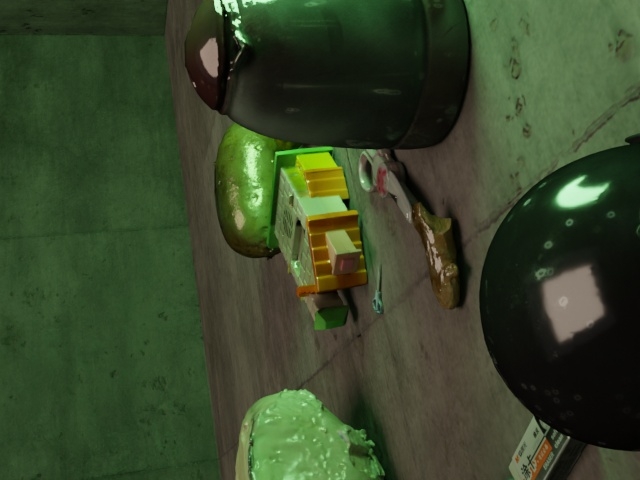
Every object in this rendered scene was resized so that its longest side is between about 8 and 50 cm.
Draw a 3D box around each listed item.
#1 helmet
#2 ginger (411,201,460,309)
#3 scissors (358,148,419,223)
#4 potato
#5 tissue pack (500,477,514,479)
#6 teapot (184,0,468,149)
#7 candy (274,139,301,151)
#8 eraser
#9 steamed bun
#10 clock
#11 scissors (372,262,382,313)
[{"bbox_3d":[0.210,0.039,0.550,0.278,0.161,0.230,109,153,-55],"label":"helmet"},{"bbox_3d":[0.149,0.017,0.939,0.058,0.044,0.137,-21,78,42],"label":"ginger"},{"bbox_3d":[0.099,-0.090,1.086,0.242,0.031,0.118,-115,26,-57],"label":"scissors"},{"bbox_3d":[-0.136,-0.106,1.607,0.210,0.173,0.307,148,118,-73],"label":"potato"},{"bbox_3d":[0.173,0.340,0.812,0.065,0.116,0.155,128,136,-62],"label":"tissue pack"},{"bbox_3d":[-0.021,-0.233,0.971,0.315,0.313,0.233,-158,67,-71],"label":"teapot"},{"bbox_3d":[-0.053,-0.237,1.454,0.209,0.097,0.096,107,154,-62],"label":"candy"},{"bbox_3d":[0.225,0.209,0.757,0.052,0.029,0.122,-113,25,-46],"label":"eraser"},{"bbox_3d":[-0.020,0.439,1.272,0.311,0.233,0.333,104,164,-51],"label":"steamed bun"},{"bbox_3d":[0.000,0.000,1.326,0.255,0.106,0.219,-118,28,-43],"label":"clock"},{"bbox_3d":[0.091,0.075,1.197,0.036,0.006,0.083,-136,44,-67],"label":"scissors"}]
